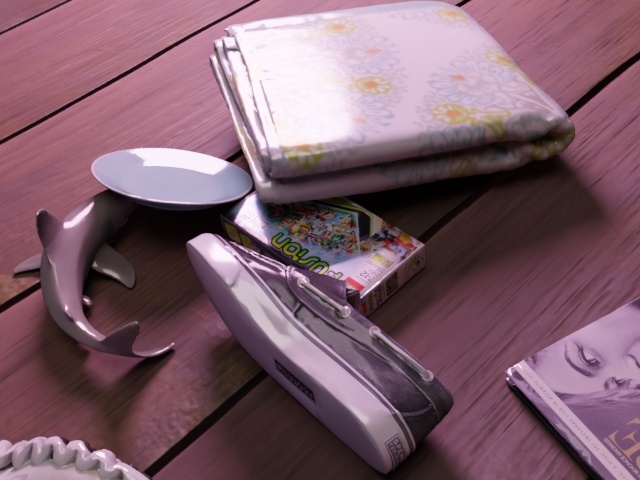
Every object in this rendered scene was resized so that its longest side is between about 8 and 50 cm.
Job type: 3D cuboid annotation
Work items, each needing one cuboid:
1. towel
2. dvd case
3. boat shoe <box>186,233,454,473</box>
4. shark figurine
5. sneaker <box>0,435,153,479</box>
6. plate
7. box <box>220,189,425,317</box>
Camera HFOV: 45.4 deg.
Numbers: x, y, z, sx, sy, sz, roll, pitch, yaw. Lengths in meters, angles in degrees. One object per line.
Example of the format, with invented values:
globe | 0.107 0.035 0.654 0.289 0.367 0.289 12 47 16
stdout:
towel | 0.069 -0.180 0.945 0.374 0.090 0.321 -10 44 -11
dvd case | 0.303 0.127 0.678 0.221 0.018 0.164 -25 47 -16
boat shoe | -0.008 0.077 0.712 0.102 0.108 0.301 -36 54 -23
shark figurine | -0.260 0.025 0.800 0.166 0.116 0.278 -16 44 -6
sneaker | -0.252 0.222 0.618 0.292 0.110 0.118 0 53 20
plate | -0.174 -0.069 0.903 0.188 0.024 0.188 8 24 -4
box | 0.000 0.000 0.836 0.114 0.036 0.207 -38 52 -26
